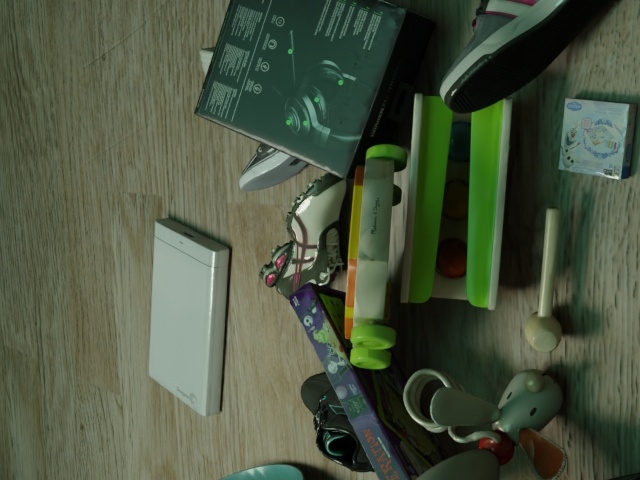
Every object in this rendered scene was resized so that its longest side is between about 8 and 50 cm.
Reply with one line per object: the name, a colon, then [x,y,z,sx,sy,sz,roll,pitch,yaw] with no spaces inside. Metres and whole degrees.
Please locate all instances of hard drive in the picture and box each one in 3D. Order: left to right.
hard drive: [-0.276,0.154,1.877,0.233,0.047,0.353,24,115,46]

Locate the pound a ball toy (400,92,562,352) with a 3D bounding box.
pound a ball toy: [0.217,-0.026,1.199,0.208,0.136,0.319,4,95,9]

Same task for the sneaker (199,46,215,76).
sneaker: [-0.147,-0.287,1.624,0.212,0.080,0.094,32,128,55]

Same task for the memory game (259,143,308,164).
memory game: [-0.056,-0.211,1.570,0.186,0.012,0.186,12,106,49]

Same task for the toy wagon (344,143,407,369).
toy wagon: [0.073,0.040,1.265,0.344,0.068,0.267,87,-172,-69]

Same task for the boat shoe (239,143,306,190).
boat shoe: [-0.065,-0.157,1.521,0.228,0.080,0.076,-34,65,47]

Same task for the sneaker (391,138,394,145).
sneaker: [0.031,-0.210,1.408,0.237,0.086,0.085,58,134,24]

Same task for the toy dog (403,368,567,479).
toy dog: [0.179,0.268,1.102,0.220,0.333,0.161,11,144,15]

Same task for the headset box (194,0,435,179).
headset box: [-0.002,-0.244,1.308,0.283,0.131,0.246,24,104,21]

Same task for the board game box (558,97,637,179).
board game box: [0.335,-0.125,1.107,0.090,0.020,0.090,18,111,48]

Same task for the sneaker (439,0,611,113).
sneaker: [0.224,-0.306,1.088,0.295,0.124,0.178,-43,59,17]

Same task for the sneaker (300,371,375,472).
sneaker: [0.033,0.291,1.477,0.267,0.106,0.101,28,119,52]

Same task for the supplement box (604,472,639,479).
supplement box: [0.353,0.397,1.099,0.194,0.129,0.191,-34,71,48]

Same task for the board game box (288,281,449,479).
board game box: [0.086,0.227,1.336,0.056,0.208,0.347,-36,66,20]

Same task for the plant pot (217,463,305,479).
plant pot: [-0.123,0.571,1.600,0.293,0.293,0.235,-10,105,51]

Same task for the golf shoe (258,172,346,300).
golf shoe: [0.000,0.000,1.493,0.120,0.105,0.273,42,134,18]
